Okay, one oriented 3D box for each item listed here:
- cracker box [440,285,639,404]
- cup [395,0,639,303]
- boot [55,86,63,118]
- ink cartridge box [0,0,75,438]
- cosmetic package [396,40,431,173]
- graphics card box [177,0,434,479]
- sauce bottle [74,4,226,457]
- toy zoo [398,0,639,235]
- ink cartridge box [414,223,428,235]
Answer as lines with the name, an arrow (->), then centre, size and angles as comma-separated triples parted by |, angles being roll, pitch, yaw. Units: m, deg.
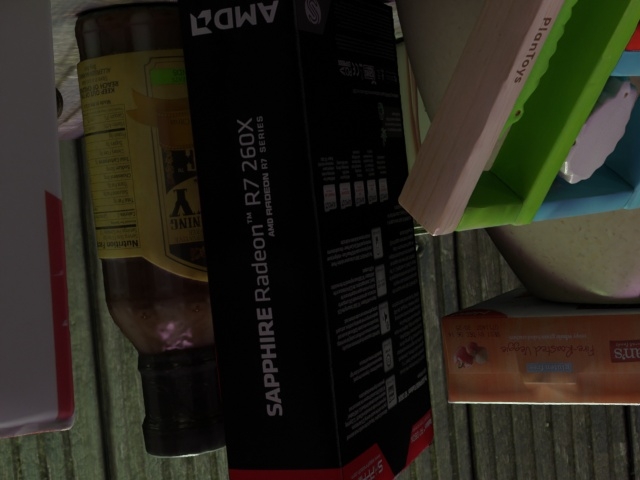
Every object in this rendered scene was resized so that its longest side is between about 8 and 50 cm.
cracker box -> 0.207, 0.069, 0.860 | 0.156, 0.067, 0.232 | -4, -176, 28
cup -> 0.223, -0.082, 0.806 | 0.331, 0.237, 0.331 | -4, -177, 0
boot -> -0.377, -0.133, 1.147 | 0.219, 0.082, 0.106 | -3, -174, -1
ink cartridge box -> -0.329, -0.016, 0.809 | 0.160, 0.279, 0.385 | -6, -177, -35
cosmetic package -> 0.133, -0.145, 1.265 | 0.129, 0.153, 0.296 | -6, -178, -14
graphics card box -> 0.000, 0.000, 0.852 | 0.094, 0.370, 0.233 | -4, -175, 21
sauce bottle -> -0.120, -0.006, 0.894 | 0.111, 0.344, 0.111 | -6, -175, 1
toy zoo -> 0.184, -0.098, 0.557 | 0.293, 0.192, 0.030 | -8, -137, -39
ink cartridge box -> 0.016, -0.044, 1.292 | 0.255, 0.097, 0.189 | -8, -177, 2
